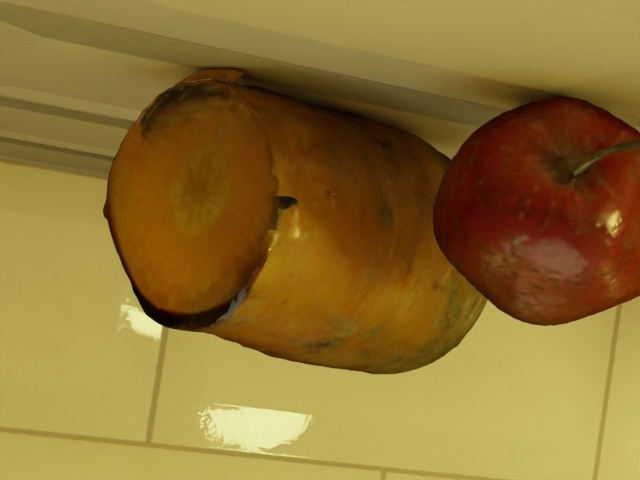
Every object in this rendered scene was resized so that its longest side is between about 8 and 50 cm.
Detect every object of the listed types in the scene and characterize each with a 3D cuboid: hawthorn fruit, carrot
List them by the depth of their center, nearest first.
[{"bbox_3d":[0.151,-0.029,0.760,0.163,0.162,0.203,8,164,14],"label":"hawthorn fruit"},{"bbox_3d":[0.000,0.000,0.986,0.224,0.224,0.341,7,178,39],"label":"carrot"}]
